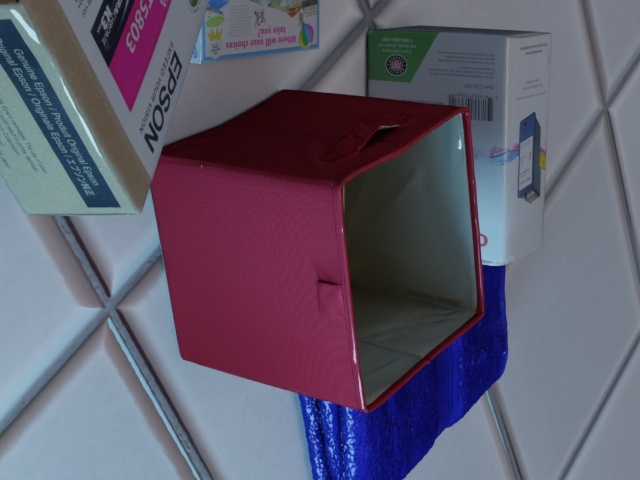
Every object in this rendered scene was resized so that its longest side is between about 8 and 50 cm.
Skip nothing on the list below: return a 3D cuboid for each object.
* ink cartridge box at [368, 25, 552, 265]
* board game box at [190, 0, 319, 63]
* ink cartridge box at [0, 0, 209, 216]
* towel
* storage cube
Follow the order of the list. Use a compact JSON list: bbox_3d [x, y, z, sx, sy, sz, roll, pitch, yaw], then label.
[{"bbox_3d":[0.130,-0.094,1.190,0.093,0.154,0.213,-17,111,-52],"label":"ink cartridge box"},{"bbox_3d":[-0.056,-0.203,1.017,0.154,0.026,0.104,-17,112,-51],"label":"board game box"},{"bbox_3d":[-0.149,-0.162,0.772,0.193,0.088,0.235,67,29,-54],"label":"ink cartridge box"},{"bbox_3d":[0.099,0.126,1.270,0.308,0.076,0.228,-37,126,-44],"label":"towel"},{"bbox_3d":[0.000,0.000,1.005,0.183,0.193,0.215,-33,125,-45],"label":"storage cube"}]
